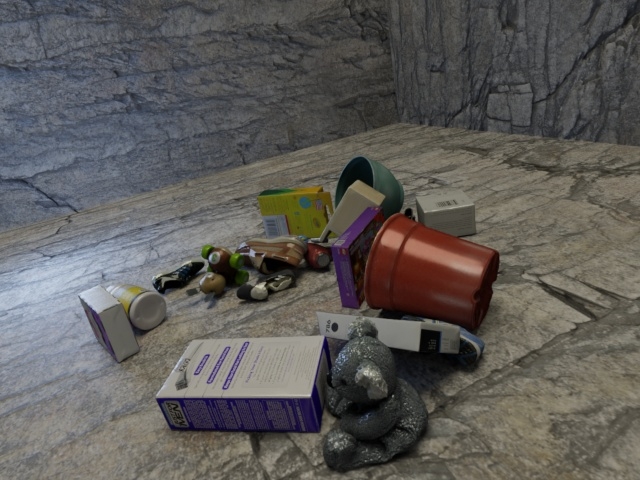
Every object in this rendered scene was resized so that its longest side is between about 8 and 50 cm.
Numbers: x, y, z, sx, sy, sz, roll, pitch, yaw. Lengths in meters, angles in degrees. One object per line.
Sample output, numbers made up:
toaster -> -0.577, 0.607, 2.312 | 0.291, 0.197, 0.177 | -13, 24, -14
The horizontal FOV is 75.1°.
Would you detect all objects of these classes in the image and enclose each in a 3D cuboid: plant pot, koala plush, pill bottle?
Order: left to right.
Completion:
pill bottle -> -0.601, 0.205, 1.331 | 0.208, 0.119, 0.119 | 8, 30, 37
koala plush -> 0.091, 0.266, 0.770 | 0.203, 0.221, 0.196 | -8, 24, 6
plant pot -> 0.212, -0.179, 1.688 | 0.196, 0.293, 0.293 | 8, 15, -27
plant pot -> 0.292, 0.090, 1.063 | 0.265, 0.272, 0.272 | 17, 35, 32

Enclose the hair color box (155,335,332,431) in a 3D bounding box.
hair color box -> -0.157, 0.312, 0.920 | 0.338, 0.110, 0.185 | -3, 26, 12

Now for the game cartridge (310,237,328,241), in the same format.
game cartridge -> 0.000, 0.000, 1.566 | 0.056, 0.017, 0.083 | 2, -4, 13

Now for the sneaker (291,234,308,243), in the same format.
sneaker -> -0.139, 0.018, 1.635 | 0.188, 0.067, 0.078 | -11, 3, 5

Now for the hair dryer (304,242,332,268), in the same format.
hair dryer -> 0.047, 0.050, 1.490 | 0.293, 0.080, 0.223 | 7, 11, 26

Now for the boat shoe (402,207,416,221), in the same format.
boat shoe -> 0.315, -0.064, 1.600 | 0.075, 0.065, 0.206 | 3, 28, 28

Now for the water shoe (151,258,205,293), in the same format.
water shoe -> -0.510, 0.137, 1.531 | 0.203, 0.073, 0.080 | -25, 54, -29

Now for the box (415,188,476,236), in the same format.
box -> 0.460, -0.097, 1.545 | 0.181, 0.119, 0.182 | -9, 23, 6

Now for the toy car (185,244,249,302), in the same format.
toy car -> -0.362, 0.126, 1.399 | 0.155, 0.149, 0.188 | 14, 44, 25

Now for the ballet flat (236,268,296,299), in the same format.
ballet flat -> -0.168, 0.147, 1.339 | 0.203, 0.074, 0.074 | -19, 25, -23

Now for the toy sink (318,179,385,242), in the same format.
toy sink -> 0.116, -0.074, 1.477 | 0.131, 0.234, 0.153 | 32, 23, 5

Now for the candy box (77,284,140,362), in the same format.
candy box -> -0.616, 0.237, 1.209 | 0.070, 0.165, 0.196 | -28, 28, -37

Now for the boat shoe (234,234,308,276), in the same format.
boat shoe -> -0.194, 0.061, 1.475 | 0.324, 0.123, 0.116 | -11, 52, 37

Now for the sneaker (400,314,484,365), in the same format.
sneaker -> 0.280, 0.229, 0.975 | 0.081, 0.080, 0.211 | -6, 17, -42

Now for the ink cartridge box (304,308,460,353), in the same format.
ink cartridge box -> 0.126, 0.205, 0.951 | 0.165, 0.065, 0.332 | 15, -12, -43

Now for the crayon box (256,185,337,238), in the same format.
crayon box -> -0.085, -0.111, 1.713 | 0.318, 0.202, 0.081 | 0, 26, 20

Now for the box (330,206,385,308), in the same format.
box -> 0.132, 0.043, 1.276 | 0.057, 0.201, 0.293 | 3, 28, 28
